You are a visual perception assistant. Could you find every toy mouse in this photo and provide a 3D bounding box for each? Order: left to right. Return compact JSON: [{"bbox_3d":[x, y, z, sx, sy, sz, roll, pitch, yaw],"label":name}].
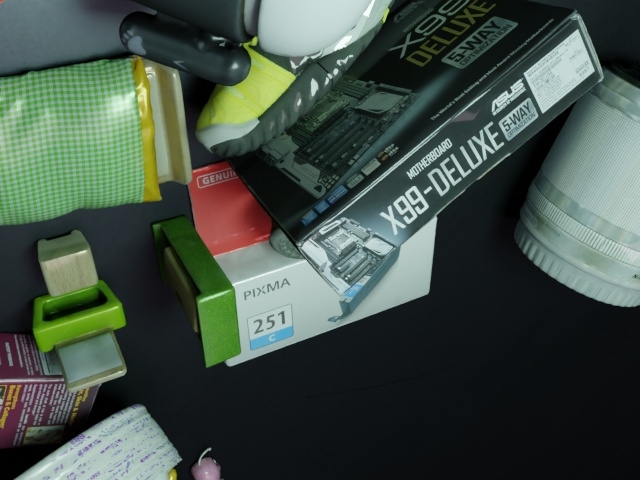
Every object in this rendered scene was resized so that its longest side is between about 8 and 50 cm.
[{"bbox_3d":[-0.186,0.373,1.140,0.161,0.031,0.143,-49,134,11],"label":"toy mouse"}]

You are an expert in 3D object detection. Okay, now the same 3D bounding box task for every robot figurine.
[{"bbox_3d":[-0.082,-0.247,0.568,0.209,0.278,0.173,109,3,-66],"label":"robot figurine"}]

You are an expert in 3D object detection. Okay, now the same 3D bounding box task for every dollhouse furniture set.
[{"bbox_3d":[-0.204,-0.009,0.740,0.198,0.151,0.301,-17,131,-20],"label":"dollhouse furniture set"}]

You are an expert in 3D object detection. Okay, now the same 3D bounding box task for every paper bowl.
[{"bbox_3d":[-0.280,0.326,0.870,0.284,0.148,0.284,-39,172,-6],"label":"paper bowl"}]

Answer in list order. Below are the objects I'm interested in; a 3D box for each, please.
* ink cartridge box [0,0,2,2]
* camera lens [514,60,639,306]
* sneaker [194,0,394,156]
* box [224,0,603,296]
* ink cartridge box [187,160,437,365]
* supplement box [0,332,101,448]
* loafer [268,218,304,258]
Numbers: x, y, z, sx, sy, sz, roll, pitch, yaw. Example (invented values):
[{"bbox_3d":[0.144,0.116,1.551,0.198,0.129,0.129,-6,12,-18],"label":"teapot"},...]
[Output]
[{"bbox_3d":[-0.338,-0.193,0.590,0.179,0.045,0.145,-36,136,2],"label":"ink cartridge box"},{"bbox_3d":[0.406,-0.080,1.012,0.219,0.219,0.274,4,122,-34],"label":"camera lens"},{"bbox_3d":[-0.004,-0.246,0.713,0.147,0.145,0.384,36,103,-18],"label":"sneaker"},{"bbox_3d":[0.072,-0.118,0.747,0.307,0.242,0.076,-39,123,-1],"label":"box"},{"bbox_3d":[0.000,0.000,0.935,0.296,0.066,0.261,-18,133,-18],"label":"ink cartridge box"},{"bbox_3d":[-0.349,0.163,0.838,0.188,0.081,0.104,5,122,-34],"label":"supplement box"},{"bbox_3d":[0.047,-0.066,0.870,0.251,0.087,0.094,-30,149,-6],"label":"loafer"}]
